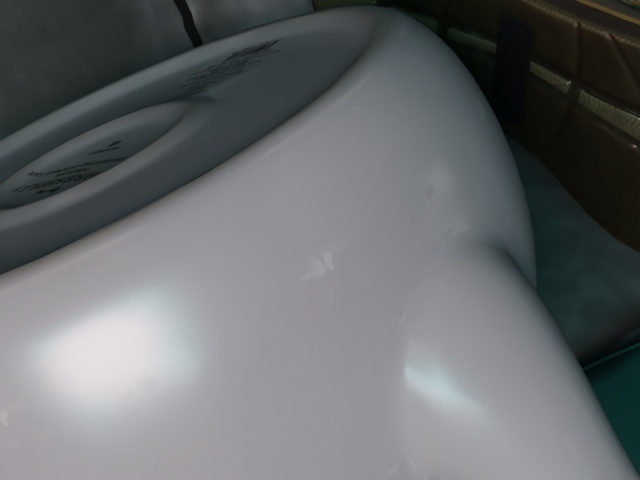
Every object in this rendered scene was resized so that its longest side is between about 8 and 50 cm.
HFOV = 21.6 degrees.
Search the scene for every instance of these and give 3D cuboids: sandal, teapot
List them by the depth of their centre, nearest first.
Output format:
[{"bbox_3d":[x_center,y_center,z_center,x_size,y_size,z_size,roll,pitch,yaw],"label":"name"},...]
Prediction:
[{"bbox_3d":[-0.037,0.054,0.536,0.253,0.256,0.187,-25,108,1],"label":"teapot"},{"bbox_3d":[0.094,-0.059,0.587,0.219,0.060,0.090,29,141,24],"label":"sandal"}]

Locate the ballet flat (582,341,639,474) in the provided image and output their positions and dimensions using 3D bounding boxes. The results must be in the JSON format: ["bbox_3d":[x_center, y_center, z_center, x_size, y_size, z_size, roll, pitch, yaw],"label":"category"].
[{"bbox_3d":[0.065,0.144,0.621,0.400,0.139,0.139,-27,96,17],"label":"ballet flat"}]
